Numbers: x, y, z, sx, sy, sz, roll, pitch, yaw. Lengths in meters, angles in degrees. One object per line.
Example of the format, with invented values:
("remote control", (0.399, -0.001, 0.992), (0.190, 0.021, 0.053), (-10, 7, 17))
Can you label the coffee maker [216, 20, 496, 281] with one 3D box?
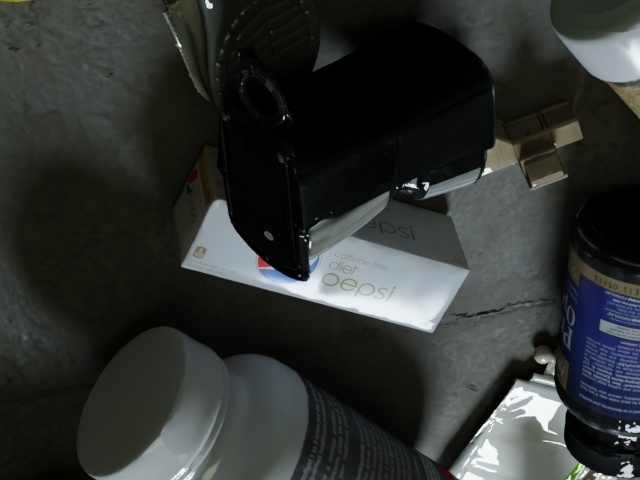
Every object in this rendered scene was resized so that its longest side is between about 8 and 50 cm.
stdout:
("coffee maker", (0.030, -0.078, 1.229), (0.178, 0.120, 0.171), (-29, 158, -27))

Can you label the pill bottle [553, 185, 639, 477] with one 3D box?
("pill bottle", (0.251, 0.078, 1.422), (0.122, 0.123, 0.219), (-4, 124, -8))

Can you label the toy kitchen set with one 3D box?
("toy kitchen set", (0.148, -0.087, 1.318), (0.083, 0.068, 0.075), (-20, 128, 4))

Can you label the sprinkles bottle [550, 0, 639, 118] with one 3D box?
("sprinkles bottle", (0.314, -0.088, 1.318), (0.121, 0.121, 0.355), (-37, 125, 17))

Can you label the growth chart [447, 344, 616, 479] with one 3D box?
("growth chart", (0.195, 0.187, 1.566), (0.172, 0.021, 0.237), (24, 119, -27))

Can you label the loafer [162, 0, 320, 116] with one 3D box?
("loafer", (-0.067, -0.179, 1.208), (0.094, 0.087, 0.251), (-33, 142, -18))

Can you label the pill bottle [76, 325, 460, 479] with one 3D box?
("pill bottle", (-0.035, 0.200, 1.431), (0.176, 0.176, 0.318), (-42, 124, 20))

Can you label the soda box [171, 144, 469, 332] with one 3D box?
("soda box", (0.000, 0.000, 1.351), (0.216, 0.074, 0.069), (15, 123, -21))
